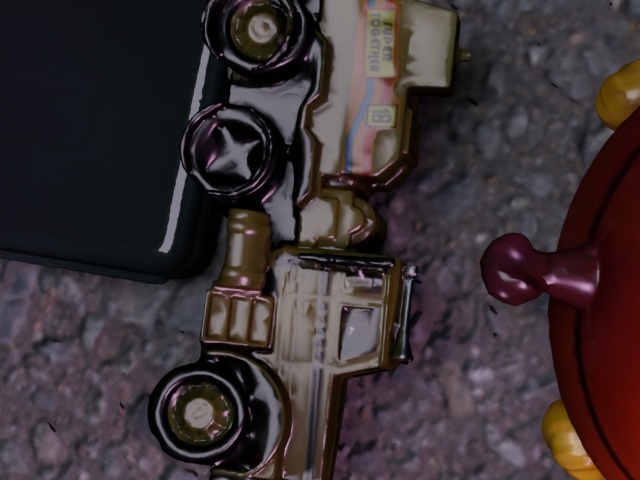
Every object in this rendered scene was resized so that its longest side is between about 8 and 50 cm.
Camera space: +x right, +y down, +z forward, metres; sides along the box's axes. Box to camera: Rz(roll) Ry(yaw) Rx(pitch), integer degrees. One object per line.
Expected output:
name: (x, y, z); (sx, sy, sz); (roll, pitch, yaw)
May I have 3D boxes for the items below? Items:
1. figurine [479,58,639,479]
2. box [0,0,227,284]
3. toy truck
figurine: (0.239, 0.034, 0.791); (0.323, 0.196, 0.320); (10, 95, 15)
box: (-0.157, -0.067, 1.035); (0.230, 0.050, 0.160); (9, 84, 22)
toy truck: (-0.005, 0.001, 0.932); (0.127, 0.127, 0.257); (10, 86, 7)
